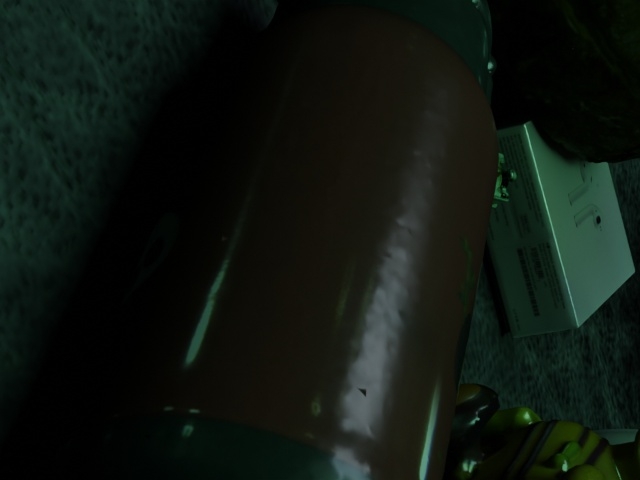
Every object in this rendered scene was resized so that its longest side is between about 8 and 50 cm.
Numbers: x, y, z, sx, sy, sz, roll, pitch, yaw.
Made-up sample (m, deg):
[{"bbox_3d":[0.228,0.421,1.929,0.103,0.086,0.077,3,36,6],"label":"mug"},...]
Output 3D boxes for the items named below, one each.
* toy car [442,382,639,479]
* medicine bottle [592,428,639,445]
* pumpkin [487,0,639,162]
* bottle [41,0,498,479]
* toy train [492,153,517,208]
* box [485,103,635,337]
[{"bbox_3d":[0.109,0.180,0.757,0.248,0.142,0.200,-40,115,-58],"label":"toy car"},{"bbox_3d":[0.186,0.218,0.911,0.107,0.107,0.191,38,50,-49],"label":"medicine bottle"},{"bbox_3d":[0.211,-0.184,0.999,0.222,0.139,0.317,39,34,-28],"label":"pumpkin"},{"bbox_3d":[0.000,0.000,0.630,0.144,0.144,0.336,54,38,-37],"label":"bottle"},{"bbox_3d":[0.082,-0.036,0.867,0.083,0.053,0.033,8,74,-57],"label":"toy train"},{"bbox_3d":[0.148,-0.020,0.976,0.129,0.051,0.130,-29,106,-59],"label":"box"}]
